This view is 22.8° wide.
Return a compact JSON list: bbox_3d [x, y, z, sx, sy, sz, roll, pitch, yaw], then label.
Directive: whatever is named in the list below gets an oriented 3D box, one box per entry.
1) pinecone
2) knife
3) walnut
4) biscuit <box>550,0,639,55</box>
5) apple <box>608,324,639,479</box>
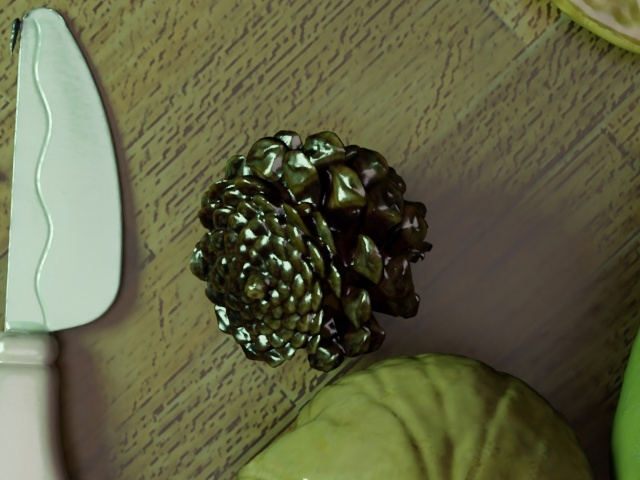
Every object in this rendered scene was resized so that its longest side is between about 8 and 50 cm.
[{"bbox_3d":[-0.001,0.002,0.891,0.121,0.140,0.140,-16,91,-45],"label":"pinecone"},{"bbox_3d":[-0.159,0.030,0.934,0.081,0.043,0.336,6,88,-6],"label":"knife"},{"bbox_3d":[0.054,0.172,0.844,0.228,0.228,0.228,0,90,0],"label":"walnut"},{"bbox_3d":[0.235,-0.201,0.934,0.309,0.040,0.204,5,90,0],"label":"biscuit"},{"bbox_3d":[0.329,0.087,0.795,0.357,0.357,0.357,0,90,0],"label":"apple"}]
